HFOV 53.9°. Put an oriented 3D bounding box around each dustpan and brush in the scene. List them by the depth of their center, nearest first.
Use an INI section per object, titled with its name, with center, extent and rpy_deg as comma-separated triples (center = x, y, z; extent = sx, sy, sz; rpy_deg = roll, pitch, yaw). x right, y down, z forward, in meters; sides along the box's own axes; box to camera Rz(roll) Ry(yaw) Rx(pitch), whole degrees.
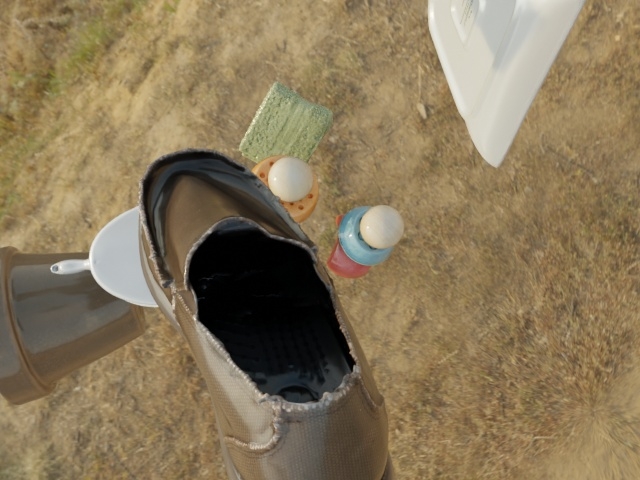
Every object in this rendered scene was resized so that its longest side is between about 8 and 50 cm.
[dustpan and brush]
center = -0.302, 0.029, 0.901
extent = 0.211, 0.060, 0.147
rpy_deg = -7, 89, 8

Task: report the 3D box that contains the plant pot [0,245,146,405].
[plant pot]
center = -0.427, 0.121, 1.065
extent = 0.229, 0.263, 0.263
rpy_deg = -14, 68, -11

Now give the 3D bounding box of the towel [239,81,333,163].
[towel]
center = -0.053, -0.160, 0.947
extent = 0.110, 0.148, 0.027
rpy_deg = 27, 43, -8

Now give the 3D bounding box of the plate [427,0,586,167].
[plate]
center = 0.182, -0.267, 0.713
extent = 0.045, 0.277, 0.278
rpy_deg = -7, 62, -7

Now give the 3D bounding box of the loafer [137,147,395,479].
[loafer]
center = -0.047, 0.023, 0.457
extent = 0.134, 0.130, 0.366
rpy_deg = -16, 44, -22

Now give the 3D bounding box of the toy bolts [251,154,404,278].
[toy bolts]
center = 0.000, 0.000, 0.872
extent = 0.229, 0.158, 0.218
rpy_deg = 11, 74, -15
